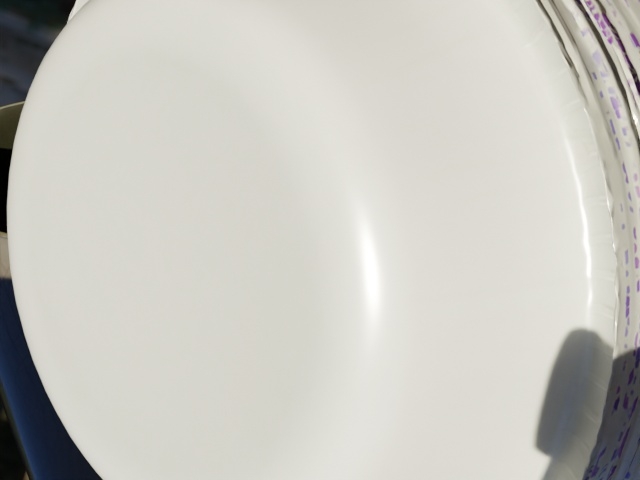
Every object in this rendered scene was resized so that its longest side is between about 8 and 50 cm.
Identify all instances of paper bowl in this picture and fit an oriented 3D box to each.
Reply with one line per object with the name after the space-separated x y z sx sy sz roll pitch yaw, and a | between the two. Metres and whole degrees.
0.000 0.000 0.688 0.284 0.284 0.148 16 -160 42 | paper bowl

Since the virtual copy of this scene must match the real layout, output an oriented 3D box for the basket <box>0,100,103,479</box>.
-0.113 0.055 1.099 0.204 0.227 0.154 14 -143 28 | basket
